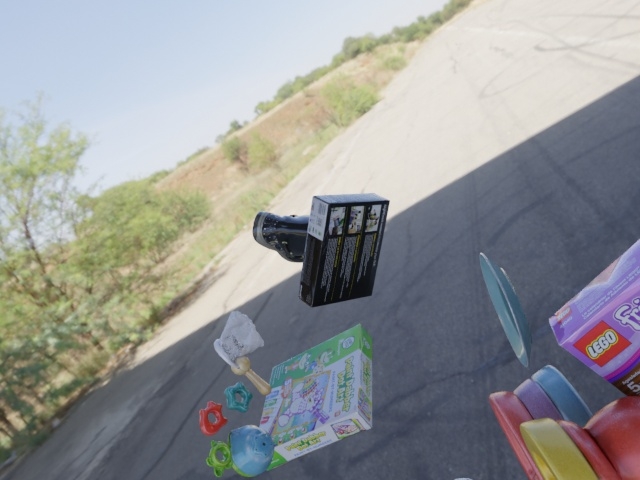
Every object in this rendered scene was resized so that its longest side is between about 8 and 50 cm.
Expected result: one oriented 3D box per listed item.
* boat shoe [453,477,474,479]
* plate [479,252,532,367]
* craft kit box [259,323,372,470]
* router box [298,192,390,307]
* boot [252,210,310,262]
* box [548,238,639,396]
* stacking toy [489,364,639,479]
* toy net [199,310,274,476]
[{"bbox_3d":[0.380,0.482,0.911,0.367,0.156,0.136,6,18,43],"label":"boat shoe"},{"bbox_3d":[0.293,0.104,0.855,0.024,0.188,0.188,-21,14,8],"label":"plate"},{"bbox_3d":[-0.008,0.314,1.119,0.247,0.061,0.249,-28,24,19],"label":"craft kit box"},{"bbox_3d":[0.038,0.014,0.902,0.133,0.178,0.046,-6,24,-37],"label":"router box"},{"bbox_3d":[-0.001,0.001,1.081,0.179,0.085,0.236,4,-10,30],"label":"boot"},{"bbox_3d":[0.404,0.051,0.521,0.293,0.201,0.057,-51,6,23],"label":"box"},{"bbox_3d":[0.317,0.273,0.585,0.131,0.279,0.309,-28,-6,4],"label":"stacking toy"},{"bbox_3d":[-0.128,0.214,0.783,0.122,0.232,0.045,11,-36,-37],"label":"toy net"}]
